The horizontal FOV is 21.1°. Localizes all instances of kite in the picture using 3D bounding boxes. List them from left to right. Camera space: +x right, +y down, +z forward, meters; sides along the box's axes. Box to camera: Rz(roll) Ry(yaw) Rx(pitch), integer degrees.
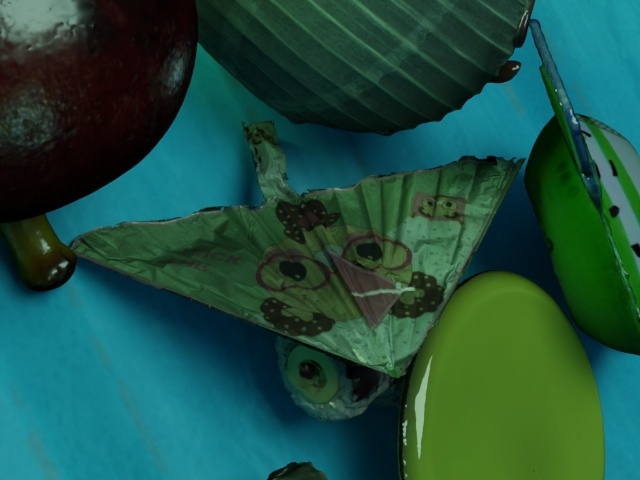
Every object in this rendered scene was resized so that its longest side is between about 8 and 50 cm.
[{"bbox_3d":[0.000,0.000,1.083,0.323,0.013,0.268,-12,42,-19],"label":"kite"}]

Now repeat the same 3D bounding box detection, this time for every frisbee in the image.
[{"bbox_3d":[0.126,0.136,1.129,0.236,0.017,0.236,11,76,-50],"label":"frisbee"}]

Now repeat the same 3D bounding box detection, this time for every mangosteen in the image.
[{"bbox_3d":[-0.183,-0.086,0.986,0.235,0.235,0.261,-32,131,-40],"label":"mangosteen"}]

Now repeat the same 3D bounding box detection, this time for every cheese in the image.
[{"bbox_3d":[0.186,-0.028,1.167,0.320,0.083,0.204,62,11,-56],"label":"cheese"}]

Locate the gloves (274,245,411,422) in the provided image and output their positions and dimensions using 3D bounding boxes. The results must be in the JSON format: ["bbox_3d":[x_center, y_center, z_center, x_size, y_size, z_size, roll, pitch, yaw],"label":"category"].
[{"bbox_3d":[0.029,0.063,1.106,0.144,0.094,0.110,9,71,-53],"label":"gloves"}]

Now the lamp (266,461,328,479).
[{"bbox_3d":[0.018,0.251,1.009,0.101,0.101,0.250,-16,83,-38],"label":"lamp"}]

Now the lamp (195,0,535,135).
[{"bbox_3d":[0.025,-0.192,1.138,0.265,0.233,0.233,44,51,1],"label":"lamp"}]
